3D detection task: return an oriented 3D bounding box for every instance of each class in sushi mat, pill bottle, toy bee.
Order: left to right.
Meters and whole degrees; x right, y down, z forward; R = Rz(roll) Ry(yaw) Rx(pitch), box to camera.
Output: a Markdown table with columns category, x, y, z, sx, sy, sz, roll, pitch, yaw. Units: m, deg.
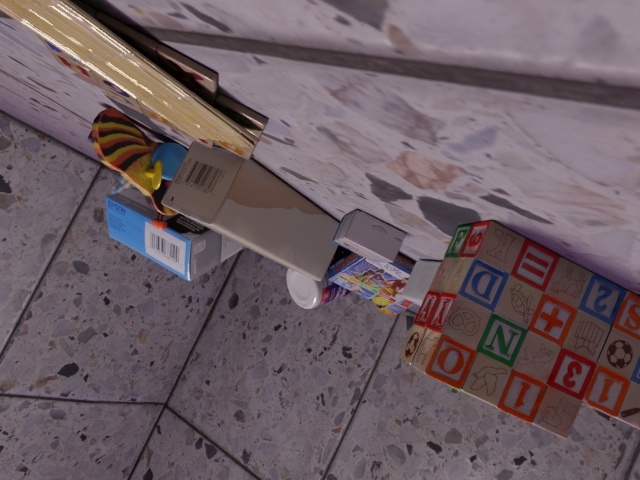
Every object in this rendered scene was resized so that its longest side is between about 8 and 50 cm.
| category | x | y | z | sx | sy | sz | roll | pitch | yaw |
| --- | --- | --- | --- | --- | --- | --- | --- | --- | --- |
| sushi mat | -0.209 | -0.180 | 0.496 | 0.152 | 0.019 | 0.317 | 21 | 172 | 46 |
| toy bee | -0.304 | -0.109 | 0.972 | 0.299 | 0.162 | 0.195 | 26 | 173 | -13 |
| pill bottle | 0.030 | 0.076 | 1.148 | 0.194 | 0.107 | 0.108 | -16 | -156 | -38 |

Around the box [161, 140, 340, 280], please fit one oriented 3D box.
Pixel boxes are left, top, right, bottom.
| category | x | y | z | sx | sy | sz | roll | pitch | yaw |
| --- | --- | --- | --- | --- | --- | --- | --- | --- | --- |
| box | -0.104 | -0.042 | 0.913 | 0.148 | 0.121 | 0.311 | 21 | 173 | 36 |

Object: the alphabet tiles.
| category | x | y | z | sx | sy | sz | roll | pitch | yaw |
| --- | --- | --- | --- | --- | --- | --- | --- | --- | --- |
| alphabet tiles | -0.205 | -0.182 | 0.614 | 0.285 | 0.011 | 0.342 | 26 | 175 | -11 |

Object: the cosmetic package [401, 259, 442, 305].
| category | x | y | z | sx | sy | sz | roll | pitch | yaw |
| --- | --- | --- | --- | --- | --- | --- | --- | --- | --- |
| cosmetic package | 0.241 | 0.094 | 0.878 | 0.118 | 0.085 | 0.231 | 26 | 173 | -12 |

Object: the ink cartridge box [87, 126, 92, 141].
| category | x | y | z | sx | sy | sz | roll | pitch | yaw |
| --- | --- | --- | --- | --- | --- | --- | --- | --- | --- |
| ink cartridge box | -0.472 | -0.212 | 1.351 | 0.207 | 0.045 | 0.208 | 24 | 176 | 5 |

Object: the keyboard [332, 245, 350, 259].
| category | x | y | z | sx | sy | sz | roll | pitch | yaw |
| --- | --- | --- | --- | --- | --- | --- | --- | --- | --- |
| keyboard | 0.019 | 0.006 | 1.119 | 0.100 | 0.038 | 0.192 | -4 | -170 | 9 |

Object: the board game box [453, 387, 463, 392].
| category | x | y | z | sx | sy | sz | roll | pitch | yaw |
| --- | --- | --- | --- | --- | --- | --- | --- | --- | --- |
| board game box | 0.489 | 0.334 | 1.363 | 0.317 | 0.213 | 0.046 | 29 | 173 | -34 |

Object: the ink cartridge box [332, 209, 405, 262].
| category | x | y | z | sx | sy | sz | roll | pitch | yaw |
| --- | --- | --- | --- | --- | --- | --- | --- | --- | --- |
| ink cartridge box | 0.076 | -0.004 | 0.836 | 0.089 | 0.052 | 0.122 | 26 | 173 | -5 |

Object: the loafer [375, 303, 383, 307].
| category | x | y | z | sx | sy | sz | roll | pitch | yaw |
| --- | --- | --- | --- | --- | --- | --- | --- | --- | --- |
| loafer | 0.190 | 0.120 | 1.261 | 0.095 | 0.108 | 0.302 | 18 | 169 | 17 |

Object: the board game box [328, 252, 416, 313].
| category | x | y | z | sx | sy | sz | roll | pitch | yaw |
| --- | --- | --- | --- | --- | --- | --- | --- | --- | --- |
| board game box | 0.137 | 0.080 | 1.067 | 0.201 | 0.035 | 0.136 | 29 | 136 | -28 |

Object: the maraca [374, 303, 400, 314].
| category | x | y | z | sx | sy | sz | roll | pitch | yaw |
| --- | --- | --- | --- | --- | --- | --- | --- | --- | --- |
| maraca | 0.264 | 0.202 | 1.763 | 0.186 | 0.099 | 0.127 | -2 | -168 | -32 |

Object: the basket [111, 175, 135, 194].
| category | x | y | z | sx | sy | sz | roll | pitch | yaw |
| --- | --- | --- | --- | --- | --- | --- | --- | --- | --- |
| basket | -0.481 | -0.101 | 1.607 | 0.289 | 0.201 | 0.255 | 34 | 175 | 8 |

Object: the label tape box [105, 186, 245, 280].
| category | x | y | z | sx | sy | sz | roll | pitch | yaw |
| --- | --- | --- | --- | --- | --- | --- | --- | --- | --- |
| label tape box | -0.270 | -0.069 | 1.189 | 0.249 | 0.115 | 0.348 | 24 | -144 | 23 |

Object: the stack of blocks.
| category | x | y | z | sx | sy | sz | roll | pitch | yaw |
| --- | --- | --- | --- | --- | --- | --- | --- | --- | --- |
| stack of blocks | 0.262 | 0.120 | 0.569 | 0.298 | 0.171 | 0.087 | 25 | 175 | -7 |
